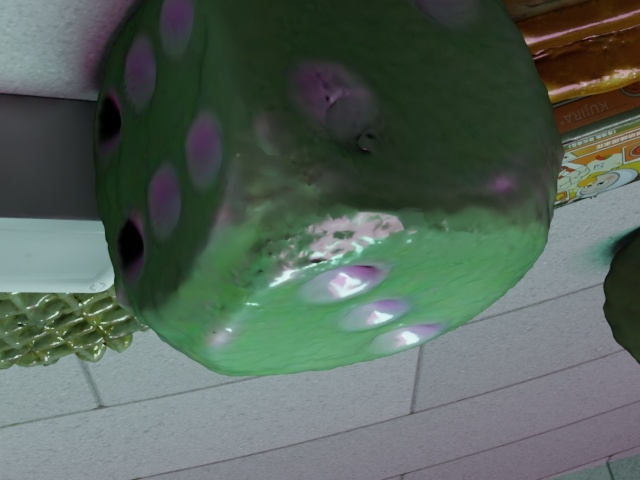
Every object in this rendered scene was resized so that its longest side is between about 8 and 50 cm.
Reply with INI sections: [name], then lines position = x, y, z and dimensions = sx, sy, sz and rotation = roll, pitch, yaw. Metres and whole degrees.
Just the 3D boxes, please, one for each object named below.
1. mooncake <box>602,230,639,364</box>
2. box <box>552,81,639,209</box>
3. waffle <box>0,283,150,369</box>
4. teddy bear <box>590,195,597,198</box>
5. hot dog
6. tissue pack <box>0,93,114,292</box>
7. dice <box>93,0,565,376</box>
[mooncake]
position = 0.524, 0.088, 2.312
dimensions = 0.228, 0.228, 0.124
rotation = -20, 166, 8
[box]
position = 0.272, -0.133, 1.720
dimensions = 0.195, 0.148, 0.177
rotation = -18, 158, 4
[waffle]
position = -0.313, 0.081, 1.915
dimensions = 0.292, 0.056, 0.309
rotation = 1, 152, -38
[teddy bear]
position = 0.349, -0.131, 1.884
dimensions = 0.160, 0.078, 0.119
rotation = -37, 132, 5
[hot dog]
position = 0.264, -0.212, 1.586
dimensions = 0.337, 0.100, 0.135
rotation = -17, 128, 1
[tissue pack]
position = -0.295, -0.041, 1.548
dimensions = 0.246, 0.136, 0.159
rotation = 1, 151, -38
[dice]
position = -0.005, -0.074, 1.437
dimensions = 0.330, 0.318, 0.322
rotation = -1, 152, -33
